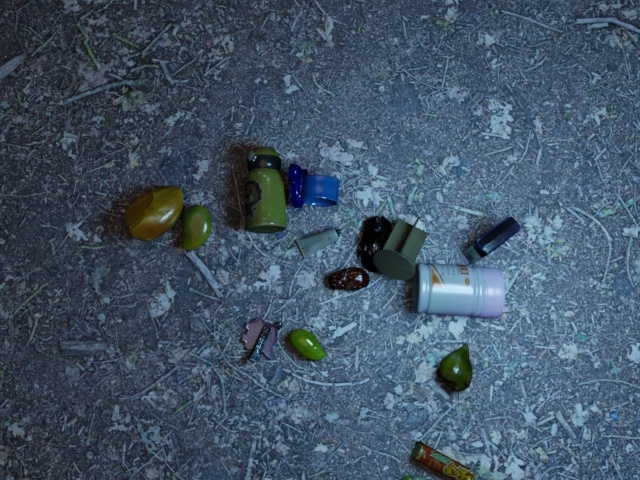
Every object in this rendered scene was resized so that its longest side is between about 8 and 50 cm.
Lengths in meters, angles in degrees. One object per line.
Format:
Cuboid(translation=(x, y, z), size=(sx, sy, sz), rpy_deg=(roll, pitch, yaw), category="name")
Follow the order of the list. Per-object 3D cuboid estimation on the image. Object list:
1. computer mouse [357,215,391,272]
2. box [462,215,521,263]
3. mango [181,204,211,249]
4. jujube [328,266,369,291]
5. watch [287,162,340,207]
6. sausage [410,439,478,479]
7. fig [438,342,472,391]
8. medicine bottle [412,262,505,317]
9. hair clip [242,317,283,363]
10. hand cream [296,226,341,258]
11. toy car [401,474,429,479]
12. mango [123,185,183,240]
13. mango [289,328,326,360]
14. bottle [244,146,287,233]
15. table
Cuboid(translation=(0.229, 0.013, 1.973), size=(0.147, 0.077, 0.241), rpy_deg=(7, 82, 1), category="computer mouse")
Cuboid(translation=(0.656, 0.003, 1.865), size=(0.168, 0.259, 0.071), rpy_deg=(-36, 79, -3), category="box")
Cuboid(translation=(-0.515, -0.054, 2.012), size=(0.122, 0.085, 0.190), rpy_deg=(1, 91, -8), category="mango")
Cuboid(translation=(0.114, 0.152, 1.944), size=(0.166, 0.104, 0.104), rpy_deg=(-2, 81, 2), category="jujube")
Cuboid(translation=(-0.024, -0.211, 1.962), size=(0.200, 0.196, 0.170), rpy_deg=(5, 91, 10), category="watch")
Cuboid(translation=(0.480, 0.857, 1.838), size=(0.264, 0.083, 0.083), rpy_deg=(26, 83, 5), category="sausage")
Cuboid(translation=(0.532, 0.494, 1.888), size=(0.133, 0.185, 0.126), rpy_deg=(36, 123, 2), category="fig")
Cuboid(translation=(0.526, 0.193, 1.870), size=(0.316, 0.202, 0.202), rpy_deg=(4, 82, 2), category="medicine bottle")
Cuboid(translation=(-0.245, 0.402, 1.950), size=(0.146, 0.056, 0.186), rpy_deg=(16, 74, 6), category="hair clip")
Cuboid(translation=(0.000, 0.000, 2.000), size=(0.186, 0.054, 0.087), rpy_deg=(-24, 86, 5), category="hand cream")
Cuboid(translation=(0.392, 1.015, 1.799), size=(0.235, 0.145, 0.234), rpy_deg=(0, 90, -16), category="toy car")
Cuboid(translation=(-0.672, -0.119, 2.001), size=(0.257, 0.138, 0.187), rpy_deg=(-33, 63, -7), category="mango")
Cuboid(translation=(-0.050, 0.415, 1.923), size=(0.165, 0.074, 0.091), rpy_deg=(34, 82, 6), category="mango")
Cuboid(translation=(-0.231, -0.213, 1.983), size=(0.172, 0.171, 0.350), rpy_deg=(-5, 79, 1), category="bottle")
Cuboid(translation=(0.328, 0.019, 1.896), size=(0.167, 0.167, 0.226), rpy_deg=(29, 56, 6), category="table")
